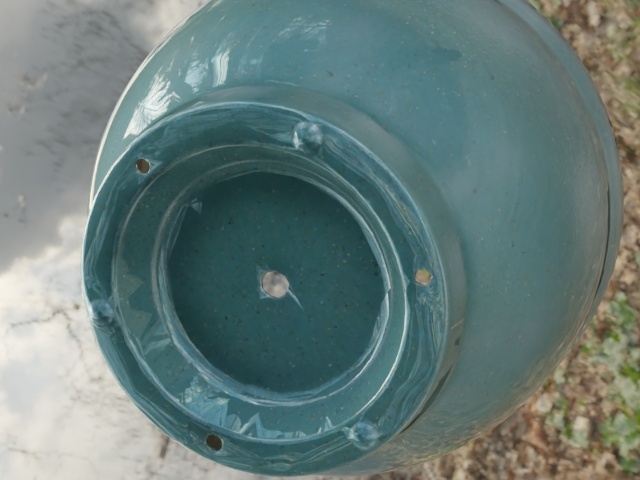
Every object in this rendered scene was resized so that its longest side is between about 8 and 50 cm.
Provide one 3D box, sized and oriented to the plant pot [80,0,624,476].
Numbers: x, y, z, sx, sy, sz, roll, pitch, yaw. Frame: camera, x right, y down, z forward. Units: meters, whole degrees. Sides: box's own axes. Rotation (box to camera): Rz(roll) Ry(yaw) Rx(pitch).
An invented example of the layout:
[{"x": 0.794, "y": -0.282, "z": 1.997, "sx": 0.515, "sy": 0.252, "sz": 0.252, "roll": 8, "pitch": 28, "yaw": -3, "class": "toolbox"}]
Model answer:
[{"x": 0.000, "y": 0.000, "z": 0.557, "sx": 0.293, "sy": 0.196, "sz": 0.293, "roll": 5, "pitch": 106, "yaw": 17, "class": "plant pot"}]
